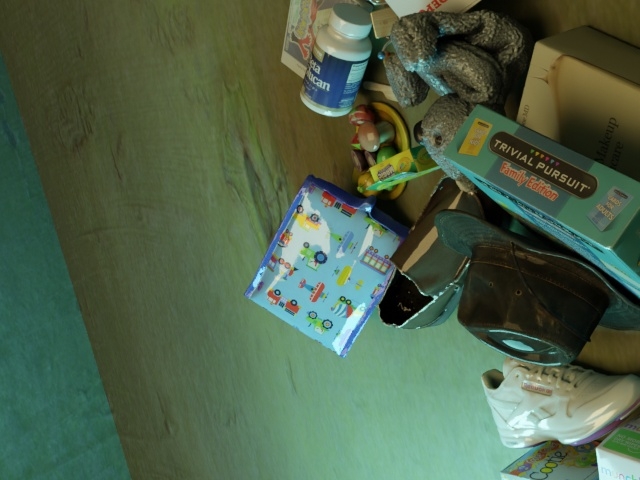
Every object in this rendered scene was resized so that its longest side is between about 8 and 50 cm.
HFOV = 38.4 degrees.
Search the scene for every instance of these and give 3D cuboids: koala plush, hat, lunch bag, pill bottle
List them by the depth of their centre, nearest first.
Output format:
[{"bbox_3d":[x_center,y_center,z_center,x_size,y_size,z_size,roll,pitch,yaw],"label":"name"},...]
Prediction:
[{"bbox_3d":[0.201,-0.182,1.259,0.196,0.203,0.221,80,-175,-79],"label":"koala plush"},{"bbox_3d":[0.279,0.092,1.268,0.331,0.331,0.134,23,81,45],"label":"hat"},{"bbox_3d":[0.030,-0.298,1.510,0.094,0.094,0.169,45,136,29],"label":"pill bottle"},{"bbox_3d":[0.026,0.030,1.647,0.221,0.138,0.293,32,130,4],"label":"lunch bag"}]

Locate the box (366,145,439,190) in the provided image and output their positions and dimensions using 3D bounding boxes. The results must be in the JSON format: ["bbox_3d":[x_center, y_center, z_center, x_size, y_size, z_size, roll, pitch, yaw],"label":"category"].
[{"bbox_3d":[0.157,-0.122,1.401,0.105,0.179,0.043,-22,91,54],"label":"box"}]

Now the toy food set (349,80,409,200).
[{"bbox_3d":[0.084,-0.162,1.570,0.128,0.071,0.218,31,131,40],"label":"toy food set"}]

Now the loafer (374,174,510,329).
[{"bbox_3d":[0.189,0.032,1.485,0.134,0.130,0.366,45,139,28],"label":"loafer"}]

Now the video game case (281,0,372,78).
[{"bbox_3d":[0.006,-0.358,1.608,0.183,0.023,0.201,42,138,31],"label":"video game case"}]

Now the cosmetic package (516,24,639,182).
[{"bbox_3d":[0.401,-0.130,1.135,0.309,0.113,0.160,36,135,36],"label":"cosmetic package"}]

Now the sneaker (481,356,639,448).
[{"bbox_3d":[0.351,0.231,1.393,0.305,0.114,0.152,-30,85,55],"label":"sneaker"}]

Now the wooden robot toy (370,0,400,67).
[{"bbox_3d":[0.121,-0.356,1.443,0.079,0.076,0.173,-10,102,18],"label":"wooden robot toy"}]

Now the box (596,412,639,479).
[{"bbox_3d":[0.527,0.385,1.240,0.262,0.126,0.231,12,120,51],"label":"box"}]

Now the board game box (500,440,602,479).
[{"bbox_3d":[0.402,0.464,1.428,0.142,0.144,0.275,2,110,52],"label":"board game box"}]

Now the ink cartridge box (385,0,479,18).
[{"bbox_3d":[0.133,-0.441,1.241,0.278,0.117,0.201,48,147,-10],"label":"ink cartridge box"}]

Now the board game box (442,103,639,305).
[{"bbox_3d":[0.333,-0.015,1.103,0.079,0.336,0.254,-55,46,3],"label":"board game box"}]
